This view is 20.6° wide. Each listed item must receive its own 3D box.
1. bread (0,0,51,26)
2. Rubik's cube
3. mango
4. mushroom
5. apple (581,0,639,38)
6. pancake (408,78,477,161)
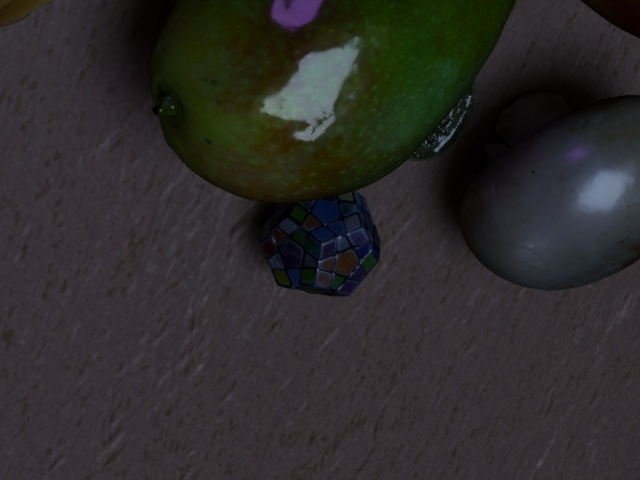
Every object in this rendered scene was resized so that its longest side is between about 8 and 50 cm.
[{"bbox_3d":[-0.295,-0.249,1.157,0.173,0.121,0.311,-20,140,33],"label":"bread"},{"bbox_3d":[0.000,0.000,1.532,0.093,0.111,0.111,-18,130,11],"label":"Rubik's cube"},{"bbox_3d":[0.033,-0.176,1.385,0.382,0.201,0.225,-40,114,-22],"label":"mango"},{"bbox_3d":[0.233,-0.055,1.606,0.226,0.178,0.226,-16,156,-7],"label":"mushroom"},{"bbox_3d":[0.281,-0.299,1.319,0.288,0.317,0.288,-3,125,-4],"label":"apple"},{"bbox_3d":[0.096,-0.116,1.573,0.108,0.017,0.108,-12,121,-21],"label":"pancake"}]
